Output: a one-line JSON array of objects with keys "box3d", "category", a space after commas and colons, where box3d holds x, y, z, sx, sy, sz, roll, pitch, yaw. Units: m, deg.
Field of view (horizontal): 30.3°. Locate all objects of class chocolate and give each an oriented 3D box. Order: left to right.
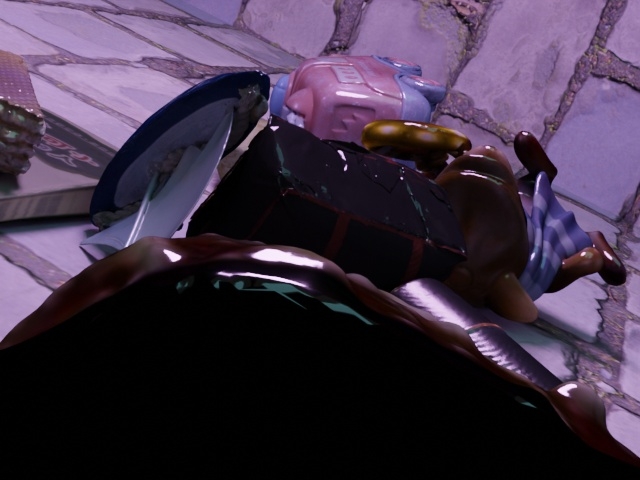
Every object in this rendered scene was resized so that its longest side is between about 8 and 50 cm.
[{"box3d": [0.001, 0.124, 0.505, 0.340, 0.225, 0.210, 27, 6, -3], "category": "chocolate"}]

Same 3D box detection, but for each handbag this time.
[{"box3d": [0.000, 0.000, 1.048, 0.215, 0.169, 0.155, 19, 41, -30], "category": "handbag"}]

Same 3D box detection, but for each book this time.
[{"box3d": [-0.333, -0.090, 1.081, 0.260, 0.043, 0.371, 29, 15, 17], "category": "book"}]

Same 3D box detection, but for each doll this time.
[{"box3d": [0.208, -0.026, 1.433, 0.317, 0.209, 0.339, 27, 16, 22], "category": "doll"}]

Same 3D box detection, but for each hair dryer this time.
[{"box3d": [0.029, 0.117, 0.866, 0.352, 0.107, 0.189, 2, 28, -41], "category": "hair dryer"}]

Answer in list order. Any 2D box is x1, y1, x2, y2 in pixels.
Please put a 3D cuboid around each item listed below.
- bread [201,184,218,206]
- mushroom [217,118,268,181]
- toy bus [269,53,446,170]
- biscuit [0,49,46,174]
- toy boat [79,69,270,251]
[{"box3d": [-0.071, -0.011, 1.182, 0.192, 0.067, 0.119, 12, 19, -44], "category": "bread"}, {"box3d": [-0.074, -0.083, 1.424, 0.107, 0.087, 0.333, 24, 16, -9], "category": "mushroom"}, {"box3d": [0.041, -0.184, 1.805, 0.231, 0.197, 0.294, 10, 19, -15], "category": "toy bus"}, {"box3d": [-0.312, -0.127, 1.051, 0.108, 0.062, 0.239, 14, 16, -23], "category": "biscuit"}, {"box3d": [-0.148, -0.034, 0.997, 0.070, 0.210, 0.292, 42, 51, -18], "category": "toy boat"}]
